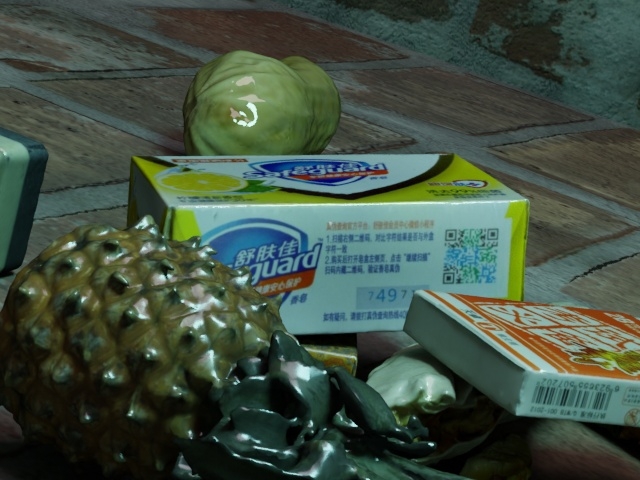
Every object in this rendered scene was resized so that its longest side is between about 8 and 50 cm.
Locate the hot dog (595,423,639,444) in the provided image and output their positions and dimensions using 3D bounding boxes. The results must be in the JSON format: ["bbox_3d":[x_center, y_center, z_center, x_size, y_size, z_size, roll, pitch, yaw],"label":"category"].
[{"bbox_3d":[0.273,0.144,1.339,0.072,0.055,0.188,-1,22,-41],"label":"hot dog"}]

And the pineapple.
[{"bbox_3d":[-0.026,0.112,0.943,0.365,0.165,0.166,30,19,36],"label":"pineapple"}]

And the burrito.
[{"bbox_3d":[0.119,0.097,1.273,0.117,0.076,0.392,-8,4,23],"label":"burrito"}]

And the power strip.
[{"bbox_3d":[-0.336,-0.062,1.353,0.257,0.105,0.070,21,15,24],"label":"power strip"}]

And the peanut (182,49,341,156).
[{"bbox_3d":[-0.063,-0.140,1.890,0.148,0.147,0.319,19,17,12],"label":"peanut"}]

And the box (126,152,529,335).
[{"bbox_3d":[0.000,0.000,1.276,0.265,0.097,0.168,-1,15,-14],"label":"box"}]

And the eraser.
[{"bbox_3d":[0.190,0.082,1.156,0.230,0.038,0.157,8,13,-26],"label":"eraser"}]

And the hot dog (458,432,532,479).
[{"bbox_3d":[0.122,0.155,1.181,0.034,0.030,0.090,31,18,20],"label":"hot dog"}]

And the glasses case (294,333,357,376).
[{"bbox_3d":[-0.013,0.070,1.315,0.075,0.049,0.218,10,14,-2],"label":"glasses case"}]
